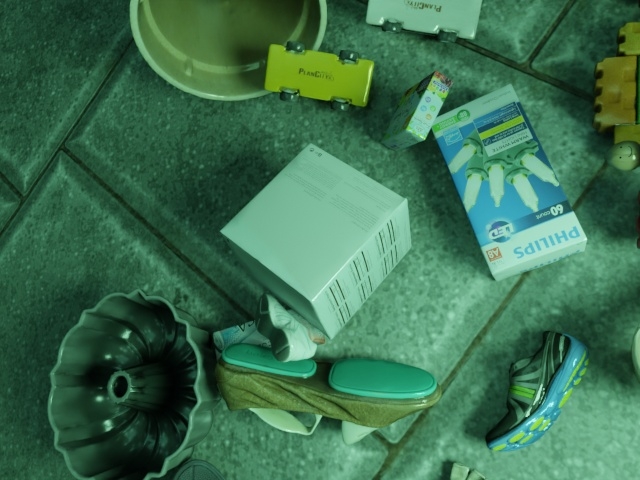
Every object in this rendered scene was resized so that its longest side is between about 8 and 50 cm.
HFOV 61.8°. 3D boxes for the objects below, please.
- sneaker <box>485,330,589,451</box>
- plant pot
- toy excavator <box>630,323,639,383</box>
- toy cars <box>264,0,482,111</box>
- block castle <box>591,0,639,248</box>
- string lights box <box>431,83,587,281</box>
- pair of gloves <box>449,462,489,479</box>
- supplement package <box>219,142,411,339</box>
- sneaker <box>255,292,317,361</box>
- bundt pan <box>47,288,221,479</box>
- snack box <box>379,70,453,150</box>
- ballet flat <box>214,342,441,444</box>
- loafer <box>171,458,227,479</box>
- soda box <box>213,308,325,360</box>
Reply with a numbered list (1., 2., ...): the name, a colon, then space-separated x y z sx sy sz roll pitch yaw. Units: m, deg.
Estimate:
1. sneaker: 0.286 0.206 0.728 0.188 0.067 0.078 -57 41 3
2. plant pot: -0.181 -0.491 0.997 0.333 0.334 0.305 -24 57 17
3. toy excavator: 0.621 0.066 0.534 0.445 0.222 0.433 27 86 35
4. toy cars: 0.087 -0.346 0.940 0.393 0.087 0.176 -30 100 13
5. block castle: 0.445 -0.233 0.632 0.212 0.303 0.453 2 76 25
6. string lights box: 0.273 -0.084 0.795 0.133 0.077 0.260 -23 68 16
7. pair of gloves: 0.237 0.436 0.694 0.240 0.042 0.204 24 90 29
8. supplement package: 0.000 0.000 0.825 0.194 0.149 0.203 35 72 28
9. sneaker: -0.058 0.137 0.833 0.152 0.061 0.054 50 121 50
10. bundt pan: -0.312 0.257 0.941 0.330 0.124 0.331 -6 74 22
11. snack box: 0.149 -0.201 0.852 0.037 0.141 0.100 26 88 -10
12. ballet flat: 0.004 0.239 0.806 0.342 0.116 0.124 4 106 10
13. loafer: -0.121 0.476 0.830 0.109 0.095 0.302 -34 66 -21
14. soda box: -0.087 0.164 0.901 0.183 0.058 0.063 -19 69 18
